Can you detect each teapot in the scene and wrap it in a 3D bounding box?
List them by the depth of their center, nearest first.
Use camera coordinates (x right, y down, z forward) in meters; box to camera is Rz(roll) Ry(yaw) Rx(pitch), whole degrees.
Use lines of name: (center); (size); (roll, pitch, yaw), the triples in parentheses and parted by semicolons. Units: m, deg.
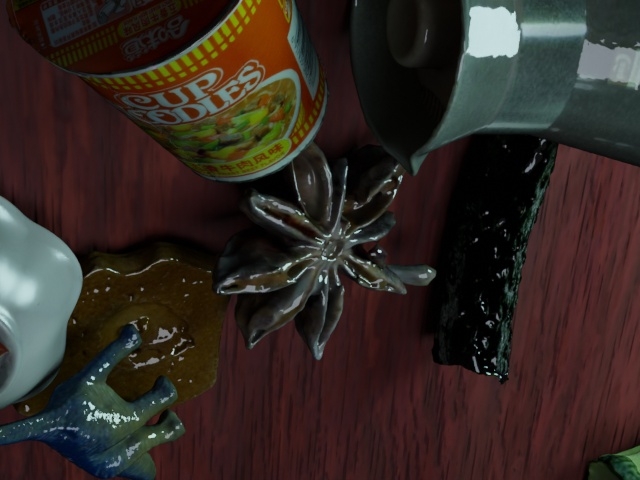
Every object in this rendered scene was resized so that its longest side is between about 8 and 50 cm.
teapot: (0.218, -0.184, 1.495); (0.344, 0.253, 0.300); (-2, 105, -24)

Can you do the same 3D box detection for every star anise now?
star anise: (0.000, 0.000, 1.621); (0.209, 0.089, 0.231); (-42, 138, -8)

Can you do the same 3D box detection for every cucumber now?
cucumber: (0.152, -0.008, 1.717); (0.072, 0.081, 0.303); (-53, 156, -52)

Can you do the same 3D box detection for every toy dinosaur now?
toy dinosaur: (-0.203, 0.170, 1.580); (0.188, 0.075, 0.248); (-31, 152, -21)

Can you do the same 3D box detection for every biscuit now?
biscuit: (-0.180, 0.079, 1.623); (0.215, 0.034, 0.182); (-6, 129, -23)

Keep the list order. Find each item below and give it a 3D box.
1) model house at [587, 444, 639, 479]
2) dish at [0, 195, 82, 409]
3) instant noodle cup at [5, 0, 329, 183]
model house: (0.402, 0.289, 2.055); (0.189, 0.195, 0.214); (-28, 140, -18)
dish: (-0.285, 0.074, 1.495); (0.229, 0.081, 0.229); (-9, 126, -13)
instant noodle cup: (-0.090, -0.146, 1.387); (0.193, 0.193, 0.212); (-35, 147, 2)
